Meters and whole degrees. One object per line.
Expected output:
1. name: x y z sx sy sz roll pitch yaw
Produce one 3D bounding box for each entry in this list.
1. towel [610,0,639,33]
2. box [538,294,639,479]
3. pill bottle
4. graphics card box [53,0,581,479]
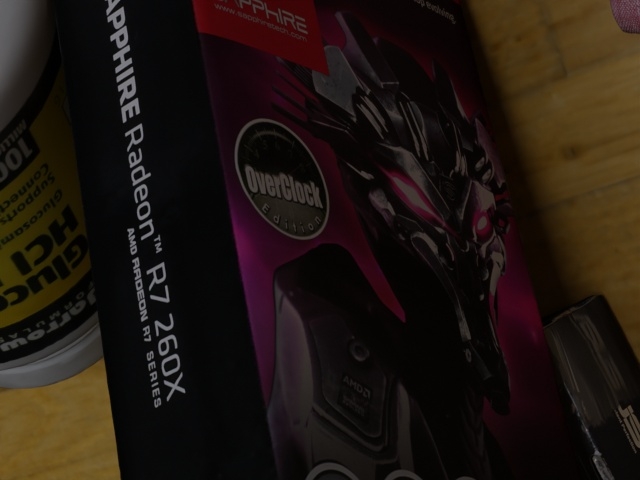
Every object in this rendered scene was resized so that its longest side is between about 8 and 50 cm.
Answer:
1. towel: 0.248 -0.198 0.659 0.329 0.037 0.237 13 110 51
2. box: 0.054 0.251 0.923 0.395 0.097 0.318 -29 87 34
3. pill bottle: -0.201 -0.041 0.871 0.188 0.334 0.187 -3 64 6
4. graphics card box: 0.000 0.000 0.742 0.094 0.233 0.370 -25 64 33
